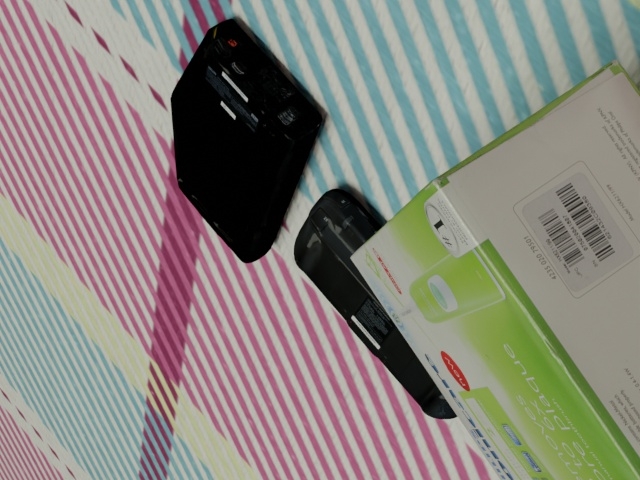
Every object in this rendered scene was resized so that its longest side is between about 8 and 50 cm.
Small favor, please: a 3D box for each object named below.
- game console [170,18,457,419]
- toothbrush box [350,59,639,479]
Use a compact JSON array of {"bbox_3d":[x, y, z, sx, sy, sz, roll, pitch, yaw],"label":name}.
[{"bbox_3d":[0.000,0.000,1.158,0.361,0.044,0.213,49,153,13],"label":"game console"},{"bbox_3d":[0.140,0.043,0.823,0.206,0.122,0.283,56,170,2],"label":"toothbrush box"}]
